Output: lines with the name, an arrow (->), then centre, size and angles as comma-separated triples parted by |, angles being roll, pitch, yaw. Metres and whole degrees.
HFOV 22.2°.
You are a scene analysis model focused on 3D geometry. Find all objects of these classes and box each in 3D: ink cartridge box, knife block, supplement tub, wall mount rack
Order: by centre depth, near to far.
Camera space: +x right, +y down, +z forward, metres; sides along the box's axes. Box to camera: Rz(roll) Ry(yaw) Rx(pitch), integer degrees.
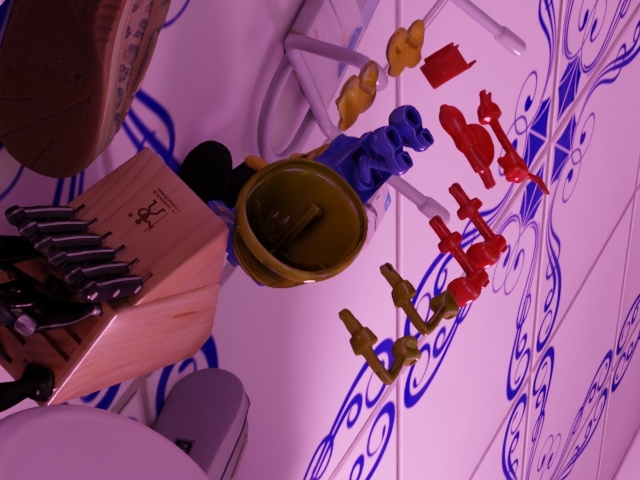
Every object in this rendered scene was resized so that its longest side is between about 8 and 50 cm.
supplement tub -> -0.187, 0.260, 1.075 | 0.191, 0.191, 0.272 | -35, 160, -56
knife block -> -0.181, 0.059, 1.126 | 0.242, 0.088, 0.276 | -39, 165, -23
wall mount rack -> 0.080, -0.184, 1.524 | 0.350, 0.130, 0.304 | -64, 158, -16
ink cartridge box -> 0.042, -0.024, 1.705 | 0.083, 0.028, 0.048 | -61, 157, -23

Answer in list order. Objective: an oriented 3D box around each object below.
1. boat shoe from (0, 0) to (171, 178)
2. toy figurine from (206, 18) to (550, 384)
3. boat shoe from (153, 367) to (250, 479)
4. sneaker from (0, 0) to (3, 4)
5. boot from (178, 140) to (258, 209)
boat shoe -> -0.140, -0.181, 1.045 | 0.089, 0.104, 0.285 | -45, 159, -62
toy figurine -> 0.000, 0.000, 1.290 | 0.191, 0.217, 0.362 | 53, 38, -10
boat shoe -> -0.134, 0.238, 1.415 | 0.088, 0.096, 0.268 | 74, 32, -49
sneaker -> -0.191, -0.230, 0.907 | 0.091, 0.094, 0.258 | 40, 65, -48
boot -> -0.078, -0.044, 1.372 | 0.099, 0.045, 0.121 | -37, 148, -52
